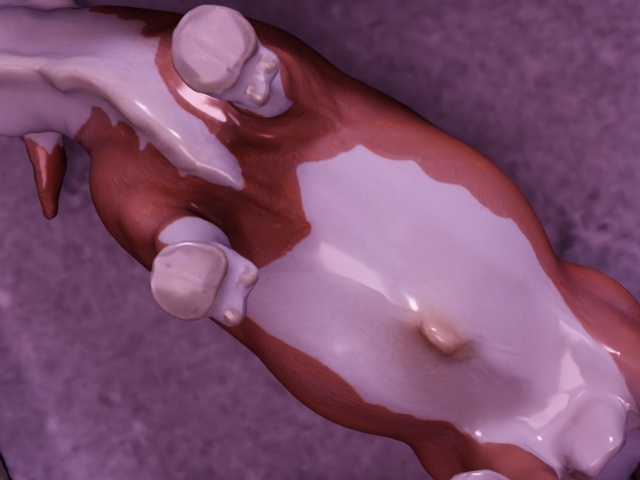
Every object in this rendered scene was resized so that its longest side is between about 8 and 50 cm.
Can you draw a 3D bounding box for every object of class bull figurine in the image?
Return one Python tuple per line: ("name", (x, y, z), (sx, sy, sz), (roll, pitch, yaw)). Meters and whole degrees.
("bull figurine", (0.000, 0.000, 0.556), (0.310, 0.188, 0.101), (32, 95, -9))
